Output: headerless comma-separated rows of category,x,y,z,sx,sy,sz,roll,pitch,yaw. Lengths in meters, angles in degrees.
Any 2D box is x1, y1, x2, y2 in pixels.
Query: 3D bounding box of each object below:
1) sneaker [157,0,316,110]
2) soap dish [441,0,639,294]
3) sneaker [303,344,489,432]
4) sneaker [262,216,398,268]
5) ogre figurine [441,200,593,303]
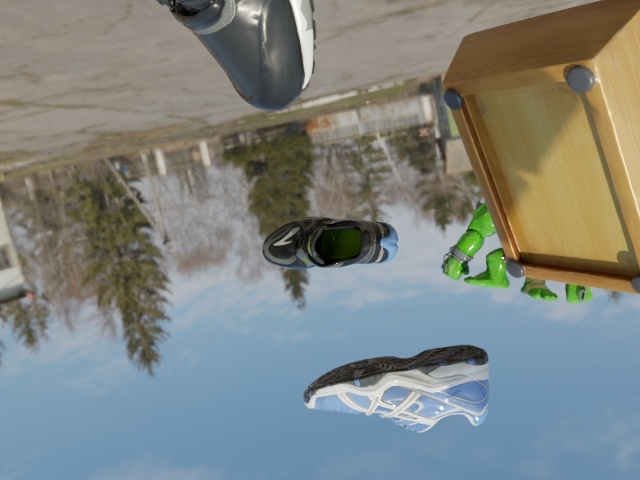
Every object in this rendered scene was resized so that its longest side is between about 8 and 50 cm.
sneaker,-0.107,-0.187,0.384,0.124,0.283,0.107,-38,-149,-23
soap dish,0.258,-0.080,0.682,0.118,0.291,0.229,-36,-158,-24
sneaker,0.082,0.172,0.742,0.211,0.081,0.080,-10,-174,18
sneaker,0.000,0.000,0.811,0.188,0.067,0.078,-2,175,38
ogre figurine,0.265,0.011,0.913,0.097,0.118,0.197,5,-176,-39
